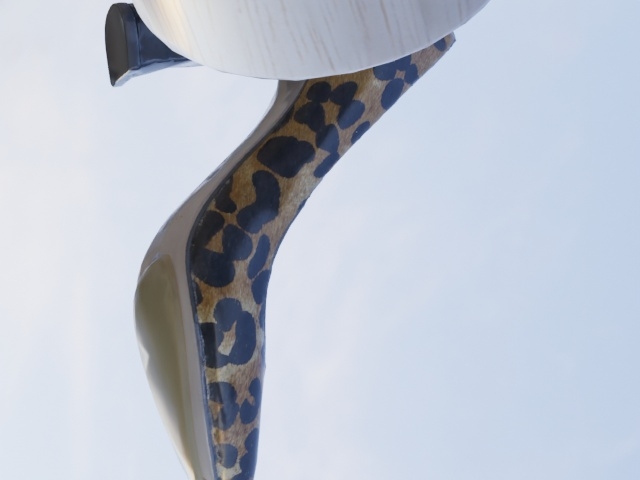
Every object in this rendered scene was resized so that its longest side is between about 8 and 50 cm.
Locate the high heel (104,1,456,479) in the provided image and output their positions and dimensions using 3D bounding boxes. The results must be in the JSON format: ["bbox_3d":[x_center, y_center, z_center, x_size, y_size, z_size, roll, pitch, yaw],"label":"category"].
[{"bbox_3d":[0.000,0.000,0.846,0.093,0.186,0.261,176,-93,-66],"label":"high heel"}]

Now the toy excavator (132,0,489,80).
[{"bbox_3d":[0.082,-0.286,0.623,0.445,0.222,0.433,-25,-127,-4],"label":"toy excavator"}]
